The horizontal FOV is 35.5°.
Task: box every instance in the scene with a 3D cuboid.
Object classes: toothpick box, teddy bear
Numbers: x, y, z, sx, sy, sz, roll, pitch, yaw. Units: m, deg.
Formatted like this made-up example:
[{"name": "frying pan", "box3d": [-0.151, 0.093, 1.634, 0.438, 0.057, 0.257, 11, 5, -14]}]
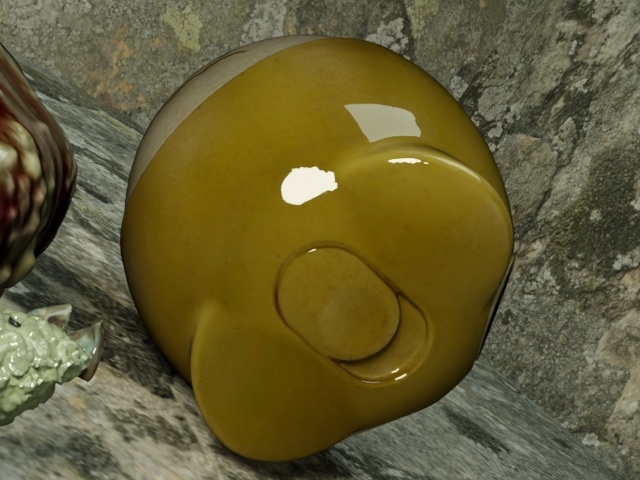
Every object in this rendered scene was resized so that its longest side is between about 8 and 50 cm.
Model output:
[{"name": "toothpick box", "box3d": [0.000, 0.000, 1.045, 0.409, 0.409, 0.425, 32, 12, -19]}, {"name": "teddy bear", "box3d": [-0.217, 0.087, 0.556, 0.133, 0.111, 0.213, -5, -8, 38]}]

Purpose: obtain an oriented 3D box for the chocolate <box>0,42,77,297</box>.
[{"name": "chocolate", "box3d": [-0.292, -0.038, 0.710, 0.210, 0.225, 0.340, 46, 6, -4]}]
